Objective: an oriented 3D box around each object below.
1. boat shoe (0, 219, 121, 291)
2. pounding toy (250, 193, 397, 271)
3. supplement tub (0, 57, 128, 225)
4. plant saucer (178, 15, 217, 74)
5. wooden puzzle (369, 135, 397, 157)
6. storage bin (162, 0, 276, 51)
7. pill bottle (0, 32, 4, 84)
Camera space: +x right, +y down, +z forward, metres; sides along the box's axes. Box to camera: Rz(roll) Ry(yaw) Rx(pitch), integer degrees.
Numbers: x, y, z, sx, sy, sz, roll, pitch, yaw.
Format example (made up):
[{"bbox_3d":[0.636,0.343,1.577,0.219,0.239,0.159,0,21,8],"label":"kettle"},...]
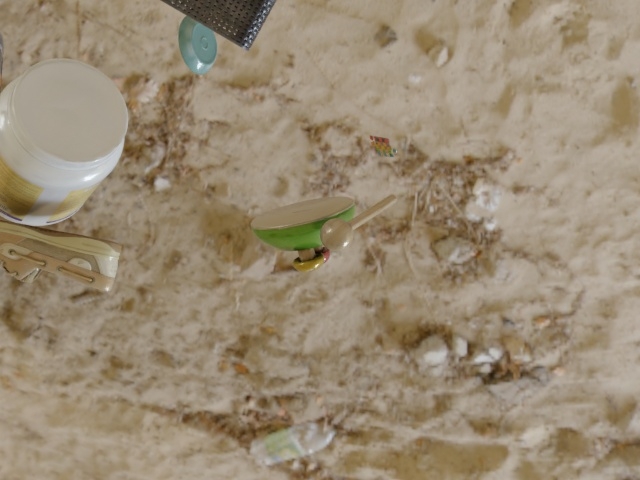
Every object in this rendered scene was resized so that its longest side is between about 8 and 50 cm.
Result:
[{"bbox_3d":[-0.562,0.026,1.574,0.341,0.110,0.121,11,177,-6],"label":"boat shoe"},{"bbox_3d":[0.000,0.000,1.399,0.237,0.183,0.110,0,109,43],"label":"pounding toy"},{"bbox_3d":[-0.520,-0.183,1.581,0.241,0.241,0.331,31,149,-20],"label":"supplement tub"},{"bbox_3d":[-0.238,-0.391,1.635,0.021,0.119,0.119,-2,135,29],"label":"plant saucer"},{"bbox_3d":[0.146,-0.217,1.905,0.083,0.006,0.049,19,138,49],"label":"wooden puzzle"},{"bbox_3d":[-0.161,-0.348,1.153,0.180,0.122,0.084,29,99,-13],"label":"storage bin"},{"bbox_3d":[-0.400,-0.123,0.843,0.131,0.245,0.130,-7,151,-4],"label":"pill bottle"}]
